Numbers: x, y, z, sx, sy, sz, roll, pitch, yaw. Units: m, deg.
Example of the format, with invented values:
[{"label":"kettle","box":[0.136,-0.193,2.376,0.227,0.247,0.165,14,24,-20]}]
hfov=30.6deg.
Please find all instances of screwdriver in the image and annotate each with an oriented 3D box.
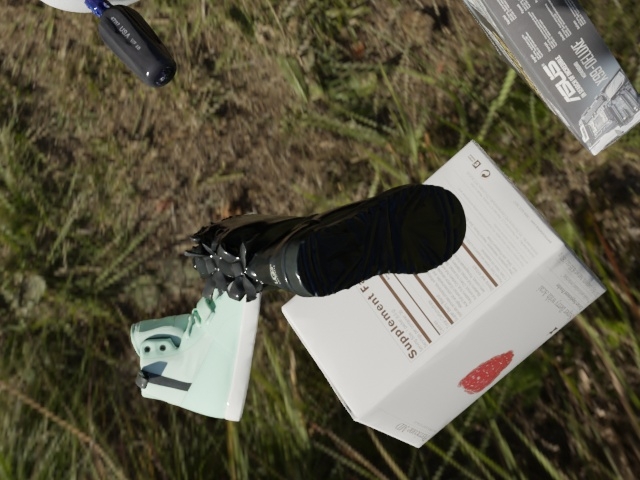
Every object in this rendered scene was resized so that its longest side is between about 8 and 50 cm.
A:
[{"label":"screwdriver","box":[-0.130,-0.136,0.627,0.024,0.170,0.025,-3,130,-52]}]

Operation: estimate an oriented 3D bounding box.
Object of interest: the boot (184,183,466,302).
[{"label":"boot","box":[0.000,0.000,0.598,0.121,0.099,0.045,-19,102,-35]}]

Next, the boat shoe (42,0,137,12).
[{"label":"boat shoe","box":[-0.065,-0.237,0.772,0.301,0.102,0.108,-33,111,-39]}]

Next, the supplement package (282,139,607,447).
[{"label":"supplement package","box":[0.141,0.068,1.330,0.293,0.175,0.177,-42,147,10]}]

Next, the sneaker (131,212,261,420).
[{"label":"sneaker","box":[-0.148,0.084,1.396,0.151,0.094,0.255,10,99,-2]}]

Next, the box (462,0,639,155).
[{"label":"box","box":[0.185,-0.256,1.172,0.076,0.242,0.307,-38,126,10]}]
